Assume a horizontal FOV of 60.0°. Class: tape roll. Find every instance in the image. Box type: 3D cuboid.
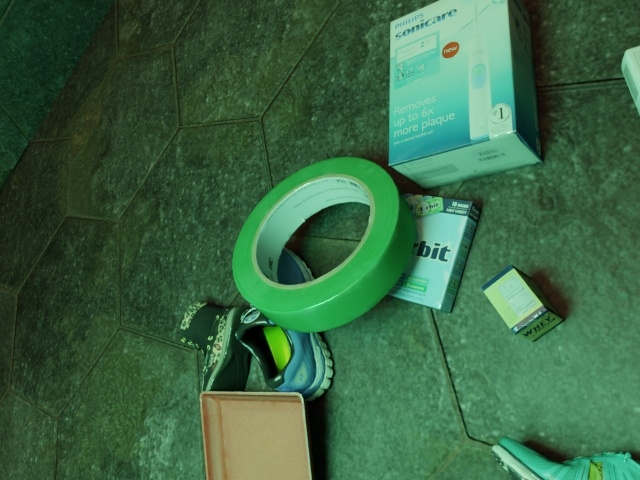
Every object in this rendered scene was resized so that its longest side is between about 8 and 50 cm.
[{"bbox_3d":[0.000,0.000,0.959,0.322,0.077,0.321,-19,47,22],"label":"tape roll"}]

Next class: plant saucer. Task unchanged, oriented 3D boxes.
[{"bbox_3d":[-0.105,0.399,0.998,0.259,0.048,0.258,-11,83,36],"label":"plant saucer"}]

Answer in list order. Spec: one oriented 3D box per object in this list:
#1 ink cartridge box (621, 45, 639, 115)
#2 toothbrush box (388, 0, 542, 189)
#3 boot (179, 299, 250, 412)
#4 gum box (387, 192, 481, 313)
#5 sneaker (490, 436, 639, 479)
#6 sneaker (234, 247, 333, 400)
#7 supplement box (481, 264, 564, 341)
[{"bbox_3d":[0.547,-0.205,0.732,0.225,0.056,0.180,-13,65,15],"label":"ink cartridge box"},{"bbox_3d":[0.239,-0.260,0.940,0.217,0.126,0.295,-10,67,37],"label":"toothbrush box"},{"bbox_3d":[-0.233,0.243,1.173,0.179,0.085,0.236,6,78,45],"label":"boot"},{"bbox_3d":[0.172,0.015,0.948,0.157,0.041,0.184,12,82,42],"label":"gum box"},{"bbox_3d":[0.349,0.308,0.679,0.276,0.107,0.109,16,65,37],"label":"sneaker"},{"bbox_3d":[-0.083,0.134,1.043,0.130,0.147,0.329,-37,54,23],"label":"sneaker"},{"bbox_3d":[0.290,0.091,0.796,0.056,0.083,0.083,-43,51,20],"label":"supplement box"}]
